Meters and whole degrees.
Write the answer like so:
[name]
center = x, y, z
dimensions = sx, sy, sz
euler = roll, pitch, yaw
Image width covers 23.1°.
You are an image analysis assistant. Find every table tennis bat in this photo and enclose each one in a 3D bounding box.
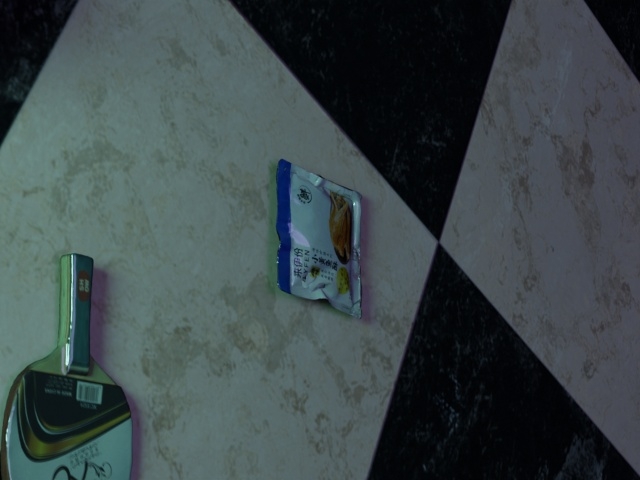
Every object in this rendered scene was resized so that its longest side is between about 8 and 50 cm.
[table tennis bat]
center = -0.252, 0.163, 1.588
dimensions = 0.173, 0.022, 0.301
euler = 18, 68, -49

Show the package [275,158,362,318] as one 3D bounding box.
[package]
center = 0.000, 0.000, 1.949
dimensions = 0.173, 0.027, 0.171
euler = 23, 63, -51
